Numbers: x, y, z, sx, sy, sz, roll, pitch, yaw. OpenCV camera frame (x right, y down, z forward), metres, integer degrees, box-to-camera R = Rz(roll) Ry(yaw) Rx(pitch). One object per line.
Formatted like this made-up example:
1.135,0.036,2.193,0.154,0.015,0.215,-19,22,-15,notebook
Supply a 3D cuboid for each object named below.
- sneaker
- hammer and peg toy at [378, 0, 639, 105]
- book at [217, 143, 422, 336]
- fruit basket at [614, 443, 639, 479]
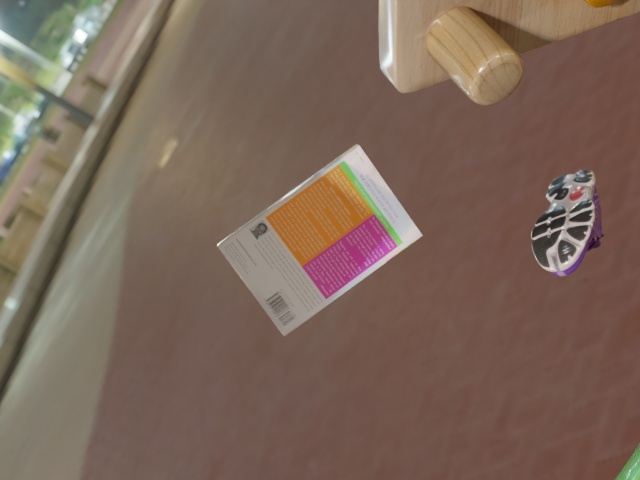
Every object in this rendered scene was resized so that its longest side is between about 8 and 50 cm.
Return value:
0.268,-0.011,1.358,0.068,0.071,0.170,-20,22,31,sneaker
0.139,-0.254,0.682,0.127,0.266,0.361,55,159,39,hammer and peg toy
0.000,0.000,1.103,0.144,0.096,0.035,-35,6,0,book
0.466,0.210,1.140,0.392,0.392,0.283,-75,3,-49,fruit basket
